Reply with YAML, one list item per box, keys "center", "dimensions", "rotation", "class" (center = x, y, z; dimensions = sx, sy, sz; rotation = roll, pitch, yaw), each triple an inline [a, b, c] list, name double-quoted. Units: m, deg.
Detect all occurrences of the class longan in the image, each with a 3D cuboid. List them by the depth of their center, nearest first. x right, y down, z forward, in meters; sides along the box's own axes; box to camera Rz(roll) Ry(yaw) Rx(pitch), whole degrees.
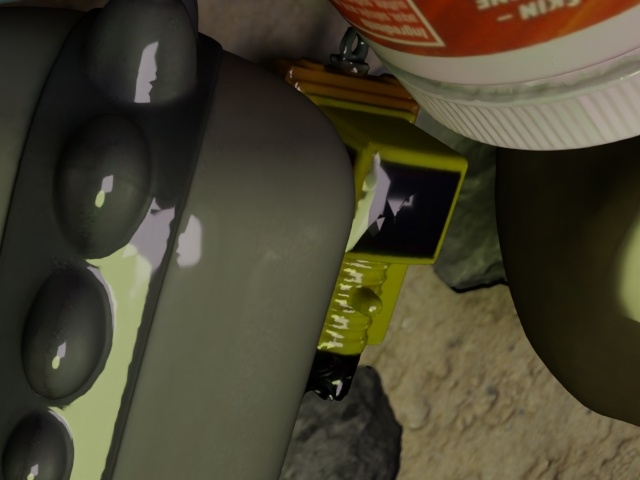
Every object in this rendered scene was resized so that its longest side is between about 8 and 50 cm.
- center: [0.242, -0.054, 0.619]
  dimensions: [0.288, 0.288, 0.350]
  rotation: [9, 115, -36]
  class: "longan"

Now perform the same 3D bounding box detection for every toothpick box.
- center: [-0.103, 0.040, 0.471]
  dimensions: [0.229, 0.229, 0.316]
  rotation: [5, 111, -34]
  class: "toothpick box"

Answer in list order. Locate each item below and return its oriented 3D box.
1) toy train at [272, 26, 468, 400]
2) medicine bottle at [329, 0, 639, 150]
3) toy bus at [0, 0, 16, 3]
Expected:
- center: [0.000, 0.000, 0.581]
  dimensions: [0.089, 0.127, 0.219]
  rotation: [6, 110, -34]
  class: "toy train"
- center: [0.079, -0.203, 0.442]
  dimensions: [0.252, 0.252, 0.241]
  rotation: [-48, 131, -2]
  class: "medicine bottle"
- center: [-0.205, -0.183, 0.320]
  dimensions: [0.294, 0.197, 0.231]
  rotation: [4, 102, -32]
  class: "toy bus"
